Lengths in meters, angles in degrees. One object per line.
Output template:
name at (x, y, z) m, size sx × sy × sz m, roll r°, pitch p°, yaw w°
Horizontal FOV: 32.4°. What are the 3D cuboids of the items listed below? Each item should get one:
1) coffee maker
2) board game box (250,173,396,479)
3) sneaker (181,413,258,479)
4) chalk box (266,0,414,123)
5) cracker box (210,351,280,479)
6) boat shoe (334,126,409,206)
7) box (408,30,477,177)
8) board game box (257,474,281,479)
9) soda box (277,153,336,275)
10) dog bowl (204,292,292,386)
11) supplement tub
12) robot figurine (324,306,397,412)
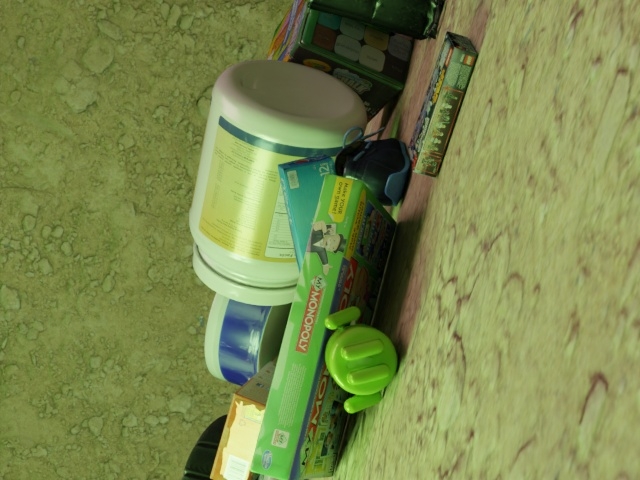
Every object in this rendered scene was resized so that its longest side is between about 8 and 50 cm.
coffee maker at (0.079, -0.351, 1.503) m, size 0.171 × 0.178 × 0.120 m, roll -93°, pitch 18°, yaw -77°
board game box at (0.010, 0.105, 1.227) m, size 0.213 × 0.046 × 0.317 m, roll 39°, pitch -116°, yaw -74°
sneaker at (-0.187, 0.532, 1.897) m, size 0.447 × 0.169 × 0.257 m, roll -82°, pitch 10°, yaw -45°
chalk box at (0.037, -0.308, 1.738) m, size 0.289 × 0.180 × 0.179 m, roll -42°, pitch 31°, yaw 58°
cracker box at (-0.093, 0.294, 1.820) m, size 0.232 × 0.067 × 0.155 m, roll -36°, pitch -36°, yaw -70°
boat shoe at (0.061, -0.105, 1.454) m, size 0.258 × 0.089 × 0.109 m, roll -151°, pitch 76°, yaw -86°
box at (0.127, -0.144, 1.158) m, size 0.094 × 0.027 × 0.137 m, roll -89°, pitch 15°, yaw -70°
board game box at (-0.067, 0.392, 1.602) m, size 0.305 × 0.053 × 0.193 m, roll -80°, pitch 6°, yaw -56°
soda box at (0.000, 0.000, 1.411) m, size 0.071 × 0.067 × 0.210 m, roll -135°, pitch 34°, yaw -78°
dog bowl at (-0.097, 0.135, 1.965) m, size 0.265 × 0.104 × 0.264 m, roll 17°, pitch -90°, yaw -71°
supplement tub at (-0.072, -0.084, 1.643) m, size 0.228 × 0.228 × 0.316 m, roll -82°, pitch 6°, yaw -59°
robot figurine at (0.039, 0.117, 1.097) m, size 0.115 × 0.067 × 0.101 m, roll 179°, pitch 75°, yaw -85°
